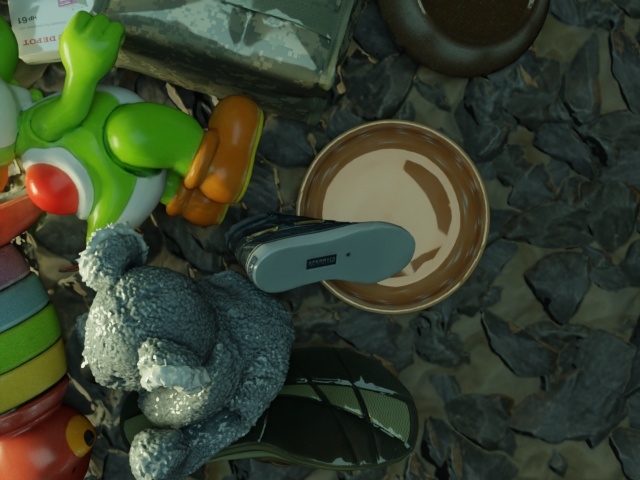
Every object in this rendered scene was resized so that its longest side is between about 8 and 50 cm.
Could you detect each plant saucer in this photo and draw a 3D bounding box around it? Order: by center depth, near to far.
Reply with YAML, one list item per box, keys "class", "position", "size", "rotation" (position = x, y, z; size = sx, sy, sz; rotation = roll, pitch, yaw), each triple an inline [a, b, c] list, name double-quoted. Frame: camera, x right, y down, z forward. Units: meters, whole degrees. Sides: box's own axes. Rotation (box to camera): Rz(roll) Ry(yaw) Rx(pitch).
- class: "plant saucer"
  position: [0.154, -0.267, 1.102]
  size: [0.199, 0.036, 0.198]
  rotation: [-1, 95, -17]
- class: "plant saucer"
  position: [0.073, -0.024, 1.117]
  size: [0.200, 0.037, 0.200]
  rotation: [0, 90, -3]

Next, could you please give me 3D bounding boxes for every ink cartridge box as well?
- class: "ink cartridge box"
  position: [-0.268, -0.245, 1.091]
  size: [0.089, 0.052, 0.122]
  rotation: [-10, 91, -3]

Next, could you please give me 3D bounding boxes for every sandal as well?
- class: "sandal"
  position: [-0.050, 0.175, 1.088]
  size: [0.303, 0.086, 0.120]
  rotation: [-2, 67, 14]

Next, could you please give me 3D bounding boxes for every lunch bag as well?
- class: "lunch bag"
  position: [-0.064, -0.288, 1.049]
  size: [0.235, 0.169, 0.287]
  rotation: [17, 78, -2]

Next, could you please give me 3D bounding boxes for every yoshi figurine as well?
- class: "yoshi figurine"
  position: [-0.246, -0.133, 1.004]
  size: [0.362, 0.203, 0.203]
  rotation: [11, 113, -17]

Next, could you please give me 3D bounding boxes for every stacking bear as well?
- class: "stacking bear"
  position: [-0.309, 0.123, 1.039]
  size: [0.164, 0.175, 0.289]
  rotation: [-19, 100, 14]

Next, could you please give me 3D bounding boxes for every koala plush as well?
- class: "koala plush"
  position: [-0.138, 0.086, 0.975]
  size: [0.203, 0.221, 0.196]
  rotation: [-30, 63, 1]

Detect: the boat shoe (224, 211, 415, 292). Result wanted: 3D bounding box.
- class: "boat shoe"
  position: [0.000, 0.000, 1.064]
  size: [0.183, 0.083, 0.065]
  rotation: [-6, 119, -28]

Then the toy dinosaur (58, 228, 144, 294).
- class: "toy dinosaur"
  position: [-0.207, 0.012, 1.081]
  size: [0.090, 0.082, 0.047]
  rotation: [32, 126, -29]
